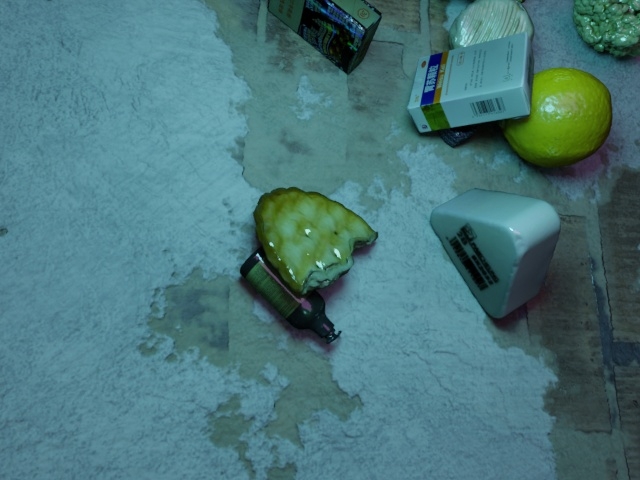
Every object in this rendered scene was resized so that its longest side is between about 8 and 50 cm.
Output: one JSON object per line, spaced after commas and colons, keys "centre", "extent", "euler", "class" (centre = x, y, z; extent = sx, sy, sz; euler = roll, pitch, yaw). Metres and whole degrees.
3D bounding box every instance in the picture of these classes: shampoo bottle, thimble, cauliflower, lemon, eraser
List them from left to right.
{"centre": [-0.064, 0.137, 1.297], "extent": [0.284, 0.101, 0.101], "euler": [45, 71, 4], "class": "shampoo bottle"}
{"centre": [0.385, -0.326, 1.535], "extent": [0.095, 0.066, 0.104], "euler": [-21, 78, -13], "class": "thimble"}
{"centre": [0.424, -0.004, 1.374], "extent": [0.150, 0.331, 0.331], "euler": [-26, 80, -15], "class": "eraser"}
{"centre": [0.643, -0.334, 1.478], "extent": [0.293, 0.293, 0.293], "euler": [3, 73, -10], "class": "lemon"}
{"centre": [0.908, -0.693, 1.627], "extent": [0.327, 0.281, 0.260], "euler": [24, 74, -13], "class": "cauliflower"}

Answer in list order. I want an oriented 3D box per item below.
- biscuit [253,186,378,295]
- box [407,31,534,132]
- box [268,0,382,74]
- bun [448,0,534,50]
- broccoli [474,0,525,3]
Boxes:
{"centre": [0.000, 0.000, 1.316], "extent": [0.335, 0.078, 0.329], "euler": [5, 49, -26], "class": "biscuit"}
{"centre": [0.401, -0.415, 1.441], "extent": [0.300, 0.106, 0.200], "euler": [-3, 57, 31], "class": "box"}
{"centre": [0.004, -0.626, 1.481], "extent": [0.310, 0.198, 0.084], "euler": [40, 70, 2], "class": "box"}
{"centre": [0.500, -0.590, 1.586], "extent": [0.239, 0.141, 0.239], "euler": [1, 98, 8], "class": "bun"}
{"centre": [0.499, -0.816, 1.589], "extent": [0.283, 0.321, 0.303], "euler": [58, 33, -32], "class": "broccoli"}
